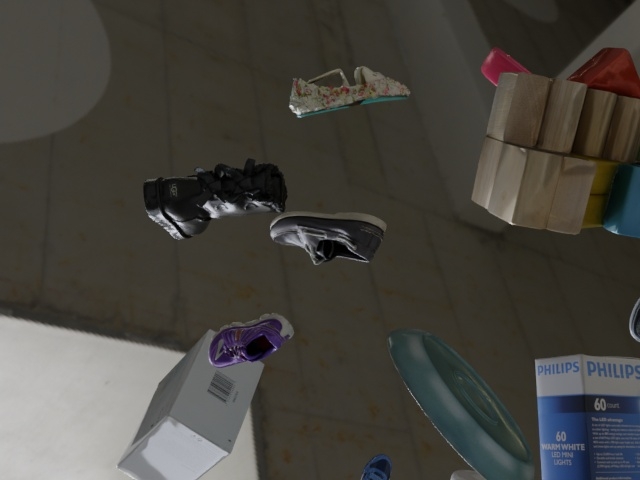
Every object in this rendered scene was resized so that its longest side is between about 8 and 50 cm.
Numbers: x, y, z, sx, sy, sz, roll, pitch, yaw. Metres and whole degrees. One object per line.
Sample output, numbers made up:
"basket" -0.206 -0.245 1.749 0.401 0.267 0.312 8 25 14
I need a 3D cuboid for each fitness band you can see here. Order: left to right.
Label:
"fitness band" 0.374 -0.216 1.260 0.209 0.054 0.291 13 -153 -38

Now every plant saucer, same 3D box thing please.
"plant saucer" 0.224 0.249 1.231 0.317 0.043 0.317 44 -166 -14

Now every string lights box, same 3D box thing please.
"string lights box" 0.313 0.258 0.872 0.133 0.076 0.260 8 -107 -27

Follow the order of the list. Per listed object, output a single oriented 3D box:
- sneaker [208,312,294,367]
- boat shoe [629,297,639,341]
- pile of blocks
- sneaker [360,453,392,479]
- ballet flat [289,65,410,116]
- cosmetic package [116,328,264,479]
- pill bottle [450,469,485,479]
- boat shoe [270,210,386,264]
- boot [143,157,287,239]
"sneaker" -0.123 0.167 1.288 0.068 0.170 0.071 53 -145 -13
"boat shoe" 0.521 0.085 1.172 0.065 0.183 0.083 37 -161 4
"pile of blocks" 0.226 -0.069 0.567 0.149 0.113 0.362 17 -167 29
"sneaker" 0.091 0.456 1.468 0.053 0.059 0.144 35 -113 -2
"ballet flat" 0.056 -0.285 1.506 0.240 0.091 0.077 -12 -80 -18
"cosmetic package" -0.247 0.332 1.537 0.138 0.225 0.224 35 -143 -11
"pill bottle" 0.307 0.633 1.592 0.176 0.176 0.319 16 -93 -32
"boat shoe" 0.000 0.000 1.160 0.075 0.206 0.065 32 -115 -45
"boot" -0.075 -0.032 0.632 0.121 0.099 0.045 50 -147 -80
